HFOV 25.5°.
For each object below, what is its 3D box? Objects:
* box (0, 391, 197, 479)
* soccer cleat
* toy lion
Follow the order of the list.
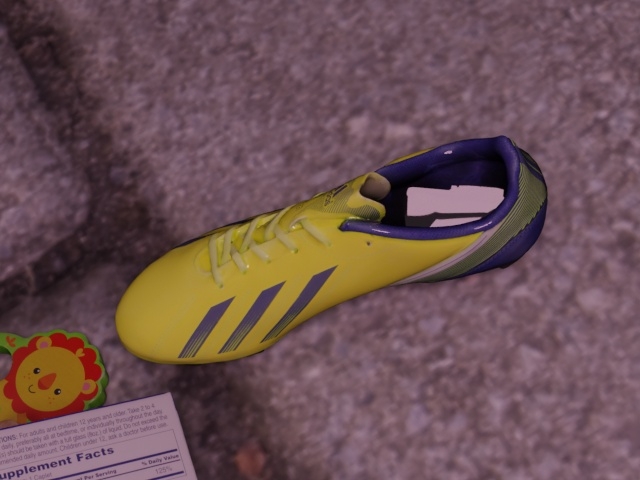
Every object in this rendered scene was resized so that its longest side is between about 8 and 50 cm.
[{"bbox_3d":[-0.135,0.176,0.843,0.126,0.072,0.137,-11,62,-18],"label":"box"},{"bbox_3d":[0.000,-0.001,0.888,0.289,0.121,0.093,-17,64,4],"label":"soccer cleat"},{"bbox_3d":[-0.195,0.095,0.938,0.100,0.034,0.096,33,69,23],"label":"toy lion"}]
